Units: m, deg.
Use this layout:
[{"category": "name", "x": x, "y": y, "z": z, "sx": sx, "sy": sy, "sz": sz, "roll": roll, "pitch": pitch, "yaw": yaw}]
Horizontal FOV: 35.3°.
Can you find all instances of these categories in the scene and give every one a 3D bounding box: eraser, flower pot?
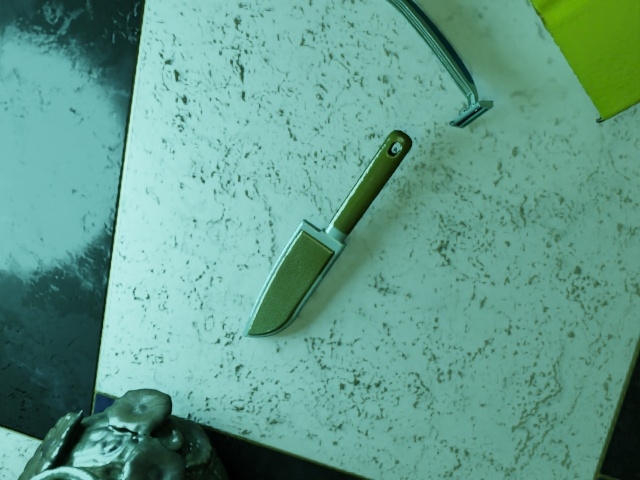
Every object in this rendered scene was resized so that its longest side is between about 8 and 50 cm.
[{"category": "eraser", "x": 0.339, "y": -0.239, "z": 0.990, "sx": 0.226, "sy": 0.069, "sz": 0.158, "roll": -28, "pitch": 95, "yaw": 34}, {"category": "flower pot", "x": -0.256, "y": 0.352, "z": 1.288, "sx": 0.302, "sy": 0.213, "sz": 0.301, "roll": 5, "pitch": 108, "yaw": 15}]

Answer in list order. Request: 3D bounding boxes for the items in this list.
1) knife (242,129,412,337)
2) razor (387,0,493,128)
[{"category": "knife", "x": -0.001, "y": -0.001, "z": 1.208, "sx": 0.061, "sy": 0.027, "sz": 0.343, "roll": 34, "pitch": 115, "yaw": 1}, {"category": "razor", "x": 0.121, "y": -0.214, "z": 1.105, "sx": 0.191, "sy": 0.037, "sz": 0.068, "roll": 55, "pitch": 154, "yaw": 0}]
